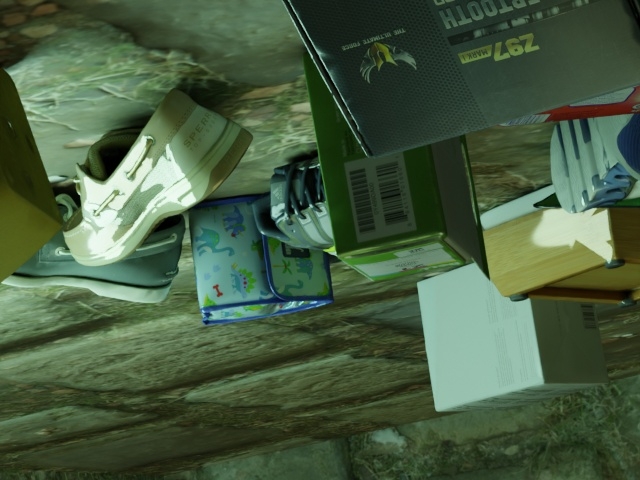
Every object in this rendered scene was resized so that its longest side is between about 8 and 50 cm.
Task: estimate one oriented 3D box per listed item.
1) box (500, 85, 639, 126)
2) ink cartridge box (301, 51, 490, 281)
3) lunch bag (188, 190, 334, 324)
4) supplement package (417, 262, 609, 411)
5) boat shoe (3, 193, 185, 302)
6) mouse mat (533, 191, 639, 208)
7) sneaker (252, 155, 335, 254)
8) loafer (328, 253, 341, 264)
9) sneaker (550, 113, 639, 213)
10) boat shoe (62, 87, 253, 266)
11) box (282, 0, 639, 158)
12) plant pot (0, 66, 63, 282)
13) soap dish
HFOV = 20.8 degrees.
[{"bbox_3d":[0.259,-0.173,1.354,0.257,0.123,0.128,-6,168,-8],"label":"box"},{"bbox_3d":[0.076,-0.059,1.572,0.097,0.189,0.255,-12,166,13],"label":"ink cartridge box"},{"bbox_3d":[-0.066,0.018,1.934,0.151,0.129,0.096,-6,167,-5],"label":"lunch bag"},{"bbox_3d":[0.269,0.129,2.456,0.149,0.194,0.203,5,161,-43],"label":"supplement package"},{"bbox_3d":[-0.278,-0.012,1.826,0.319,0.116,0.099,12,113,-40],"label":"boat shoe"},{"bbox_3d":[0.339,-0.060,1.906,0.152,0.007,0.189,1,-163,36],"label":"mouse mat"},{"bbox_3d":[0.015,-0.045,1.781,0.121,0.111,0.300,0,163,-17],"label":"sneaker"},{"bbox_3d":[0.000,0.000,2.008,0.223,0.076,0.078,-22,155,36],"label":"loafer"},{"bbox_3d":[0.362,-0.111,1.717,0.182,0.127,0.315,-9,174,-15],"label":"sneaker"},{"bbox_3d":[-0.177,-0.062,1.635,0.098,0.109,0.302,40,148,-15],"label":"boat shoe"},{"bbox_3d":[0.102,-0.168,1.203,0.232,0.059,0.183,-14,124,25],"label":"box"},{"bbox_3d":[-0.325,-0.052,1.367,0.187,0.212,0.212,-22,165,4],"label":"plant pot"},{"bbox_3d":[0.362,0.002,2.154,0.291,0.118,0.229,5,161,-41],"label":"soap dish"}]
